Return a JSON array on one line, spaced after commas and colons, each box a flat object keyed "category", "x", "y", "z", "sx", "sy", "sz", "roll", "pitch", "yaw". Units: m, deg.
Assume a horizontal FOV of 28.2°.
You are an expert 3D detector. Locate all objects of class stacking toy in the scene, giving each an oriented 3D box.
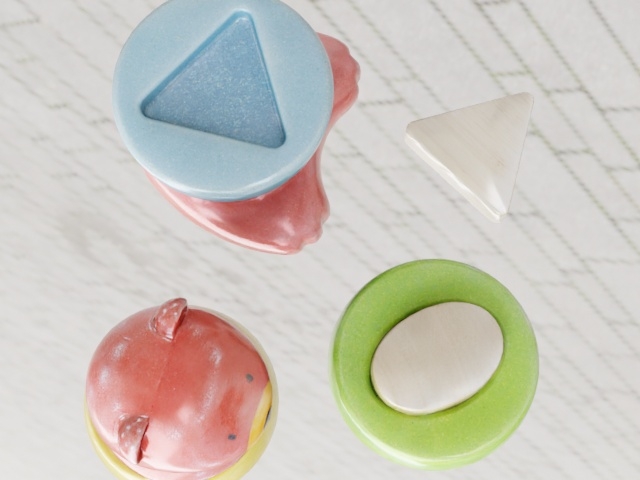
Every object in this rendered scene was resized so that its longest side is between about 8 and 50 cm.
[{"category": "stacking toy", "x": 0.000, "y": 0.000, "z": 0.749, "sx": 0.280, "sy": 0.308, "sz": 0.130, "roll": 4, "pitch": 167, "yaw": 1}]
